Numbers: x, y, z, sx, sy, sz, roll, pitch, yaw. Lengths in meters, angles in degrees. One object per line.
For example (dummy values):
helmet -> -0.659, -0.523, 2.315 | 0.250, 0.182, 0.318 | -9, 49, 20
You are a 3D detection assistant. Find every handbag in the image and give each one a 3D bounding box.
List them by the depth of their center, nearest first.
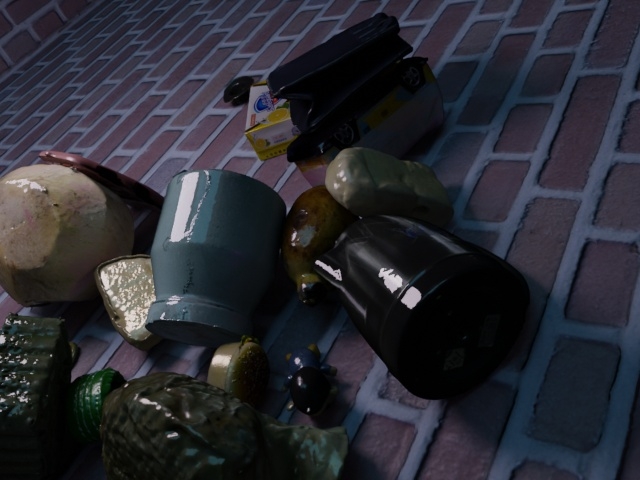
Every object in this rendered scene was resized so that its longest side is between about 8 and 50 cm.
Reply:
handbag -> 0.046, -0.392, 1.424 | 0.329, 0.122, 0.303 | -31, 23, 6

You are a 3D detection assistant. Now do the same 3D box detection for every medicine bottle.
medicine bottle -> -0.204, 0.045, 1.183 | 0.245, 0.245, 0.289 | -3, 64, 27

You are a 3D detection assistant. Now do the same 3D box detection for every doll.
doll -> -0.019, 0.235, 1.033 | 0.102, 0.088, 0.179 | -23, 16, 5

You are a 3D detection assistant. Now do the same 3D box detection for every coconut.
coconut -> -0.607, -0.007, 1.433 | 0.353, 0.352, 0.352 | -15, 41, 14

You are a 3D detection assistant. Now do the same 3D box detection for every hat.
hat -> -0.249, -0.461, 1.941 | 0.121, 0.050, 0.121 | -17, 45, 18

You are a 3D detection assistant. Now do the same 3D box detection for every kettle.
kettle -> 0.175, 0.062, 1.032 | 0.321, 0.228, 0.324 | -11, 29, -23

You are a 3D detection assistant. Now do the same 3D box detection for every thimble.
thimble -> -0.405, 0.302, 1.142 | 0.090, 0.118, 0.130 | -18, 58, 5

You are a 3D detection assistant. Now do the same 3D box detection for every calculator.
calculator -> -0.537, -0.151, 1.552 | 0.220, 0.330, 0.048 | 13, 79, 37

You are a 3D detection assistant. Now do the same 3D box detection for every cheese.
cheese -> 0.131, -0.097, 1.200 | 0.093, 0.263, 0.159 | -61, 33, 29

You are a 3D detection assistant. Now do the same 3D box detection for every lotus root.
lotus root -> 0.000, 0.000, 1.202 | 0.142, 0.169, 0.314 | -11, 38, 29

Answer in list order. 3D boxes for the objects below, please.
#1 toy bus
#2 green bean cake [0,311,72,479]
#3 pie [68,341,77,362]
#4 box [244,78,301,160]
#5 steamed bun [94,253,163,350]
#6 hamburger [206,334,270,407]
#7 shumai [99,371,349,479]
toy bus -> 0.120, -0.249, 1.408 | 0.386, 0.162, 0.171 | -43, 25, -21
green bean cake -> -0.526, 0.287, 1.122 | 0.132, 0.241, 0.255 | 4, 38, -10
pie -> -0.563, 0.256, 1.354 | 0.084, 0.021, 0.084 | -16, 44, 16
box -> -0.106, -0.348, 1.701 | 0.168, 0.097, 0.265 | -15, 41, 14
steamed bun -> -0.341, 0.120, 1.314 | 0.213, 0.110, 0.231 | -23, 59, -18
hamburger -> -0.134, 0.230, 1.062 | 0.082, 0.126, 0.141 | 2, 24, 15
shumai -> -0.135, 0.299, 0.907 | 0.330, 0.291, 0.289 | 19, 28, 40
